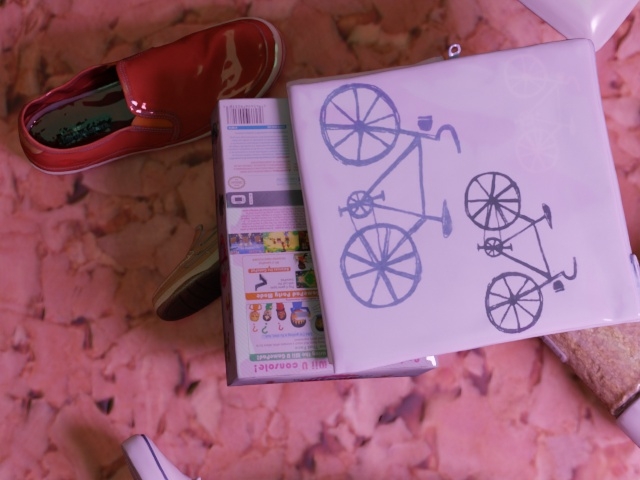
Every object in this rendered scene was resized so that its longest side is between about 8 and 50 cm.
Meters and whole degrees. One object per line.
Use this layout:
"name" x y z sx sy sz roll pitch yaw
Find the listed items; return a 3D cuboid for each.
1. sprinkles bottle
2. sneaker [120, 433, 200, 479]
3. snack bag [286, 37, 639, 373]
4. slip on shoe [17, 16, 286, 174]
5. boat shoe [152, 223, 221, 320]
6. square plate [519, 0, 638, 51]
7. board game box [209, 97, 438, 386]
"sprinkles bottle" 0.271 0.060 1.745 0.121 0.121 0.355 -43 77 0
"sneaker" -0.119 0.309 1.787 0.091 0.094 0.258 -36 82 -17
"snack bag" 0.151 -0.045 1.700 0.342 0.037 0.323 -11 80 4
"slip on shoe" -0.196 -0.167 1.859 0.331 0.101 0.123 -20 77 3
"boat shoe" -0.121 0.014 1.843 0.190 0.068 0.072 -37 64 -11
"square plate" 0.287 -0.449 1.862 0.344 0.049 0.347 39 88 13
"board game box" 0.000 0.000 1.772 0.224 0.097 0.303 -2 80 -13
